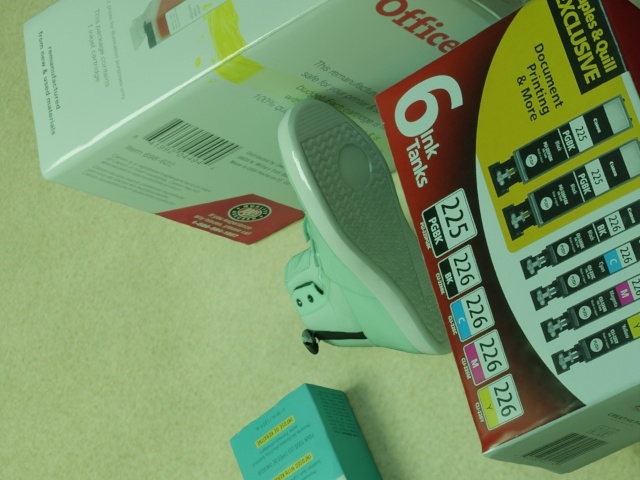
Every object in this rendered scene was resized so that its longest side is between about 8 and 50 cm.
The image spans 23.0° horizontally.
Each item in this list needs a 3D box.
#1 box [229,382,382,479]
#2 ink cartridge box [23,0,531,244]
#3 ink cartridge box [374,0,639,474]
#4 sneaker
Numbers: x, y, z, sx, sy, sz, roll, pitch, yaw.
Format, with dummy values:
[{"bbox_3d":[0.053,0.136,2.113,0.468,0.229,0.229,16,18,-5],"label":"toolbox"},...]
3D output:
[{"bbox_3d":[0.012,0.252,1.341,0.100,0.060,0.244,-39,58,24],"label":"box"},{"bbox_3d":[-0.016,-0.163,1.334,0.385,0.279,0.160,-26,62,30],"label":"ink cartridge box"},{"bbox_3d":[0.215,-0.027,1.151,0.272,0.130,0.309,-30,61,27],"label":"ink cartridge box"},{"bbox_3d":[0.000,0.001,1.316,0.151,0.256,0.094,-6,36,42],"label":"sneaker"}]
